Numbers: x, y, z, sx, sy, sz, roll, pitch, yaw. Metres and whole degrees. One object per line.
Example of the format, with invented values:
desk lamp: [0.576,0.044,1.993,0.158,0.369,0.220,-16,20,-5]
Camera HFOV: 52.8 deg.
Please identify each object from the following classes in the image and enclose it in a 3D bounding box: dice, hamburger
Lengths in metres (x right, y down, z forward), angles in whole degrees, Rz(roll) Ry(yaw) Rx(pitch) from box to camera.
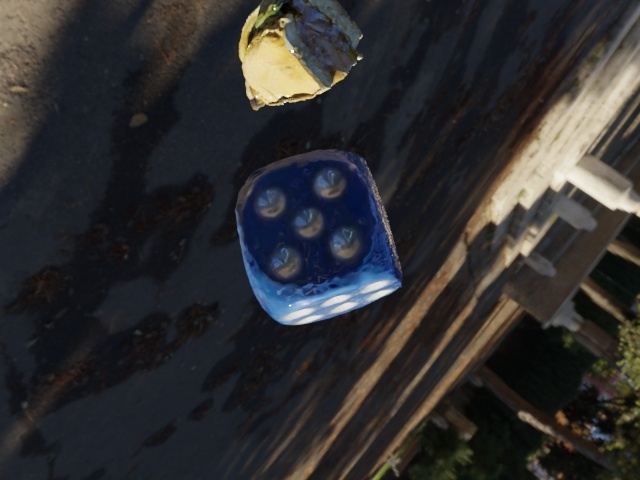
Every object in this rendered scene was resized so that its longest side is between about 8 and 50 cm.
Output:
dice: [0.000,0.000,0.666,0.143,0.146,0.146,-18,163,8]
hamburger: [-0.051,-0.293,0.982,0.135,0.155,0.207,-50,-159,-25]
